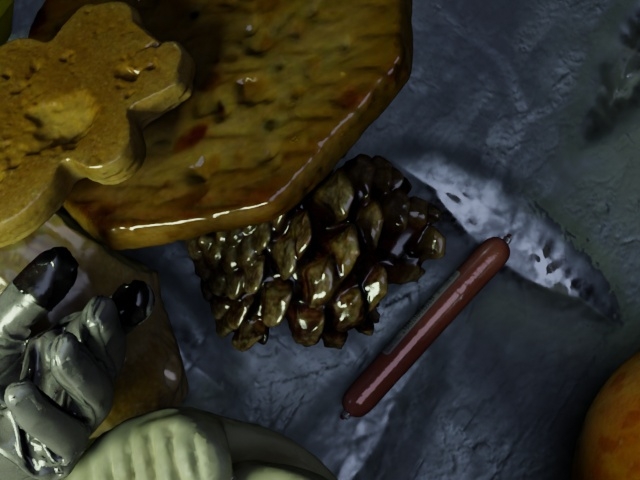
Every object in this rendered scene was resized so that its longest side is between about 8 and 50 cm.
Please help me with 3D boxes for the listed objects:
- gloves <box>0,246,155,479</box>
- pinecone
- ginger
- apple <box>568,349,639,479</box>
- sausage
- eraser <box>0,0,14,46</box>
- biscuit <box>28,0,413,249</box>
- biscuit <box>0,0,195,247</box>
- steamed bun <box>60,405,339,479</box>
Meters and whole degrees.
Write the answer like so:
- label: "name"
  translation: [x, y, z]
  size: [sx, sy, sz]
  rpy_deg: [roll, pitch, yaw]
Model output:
- label: "gloves"
  translation: [-0.219, 0.106, 0.845]
  size: [0.285, 0.119, 0.142]
  rpy_deg: [-35, 71, 30]
- label: "pinecone"
  translation: [-0.005, 0.003, 0.967]
  size: [0.204, 0.179, 0.184]
  rpy_deg: [25, 120, -41]
- label: "ginger"
  translation: [-0.235, 0.072, 0.957]
  size: [0.275, 0.130, 0.221]
  rpy_deg: [25, 93, 0]
- label: "apple"
  translation: [0.394, 0.245, 0.933]
  size: [0.400, 0.333, 0.400]
  rpy_deg: [0, 88, -9]
- label: "sausage"
  translation: [0.094, 0.075, 1.051]
  size: [0.029, 0.029, 0.223]
  rpy_deg: [44, 82, -4]
- label: "eraser"
  translation: [-0.326, -0.179, 0.975]
  size: [0.122, 0.045, 0.097]
  rpy_deg: [21, 46, -5]
- label: "biscuit"
  translation: [-0.089, -0.152, 0.938]
  size: [0.359, 0.046, 0.359]
  rpy_deg: [-10, 58, 17]
- label: "biscuit"
  translation: [-0.212, -0.080, 0.894]
  size: [0.249, 0.035, 0.184]
  rpy_deg: [-43, 55, -14]
- label: "steamed bun"
  translation: [-0.085, 0.310, 0.890]
  size: [0.367, 0.255, 0.342]
  rpy_deg: [-35, 60, 17]
